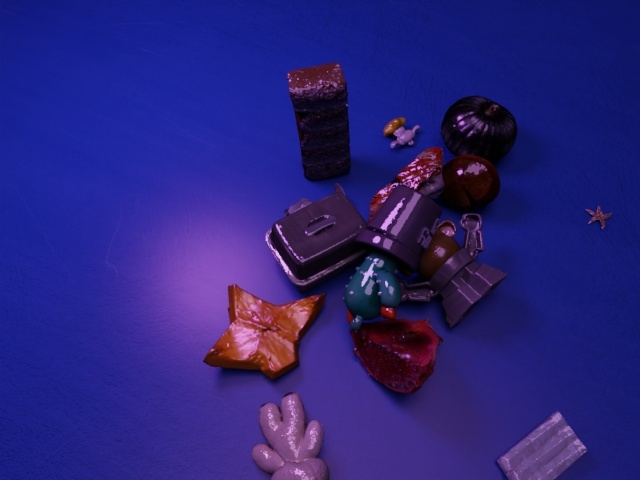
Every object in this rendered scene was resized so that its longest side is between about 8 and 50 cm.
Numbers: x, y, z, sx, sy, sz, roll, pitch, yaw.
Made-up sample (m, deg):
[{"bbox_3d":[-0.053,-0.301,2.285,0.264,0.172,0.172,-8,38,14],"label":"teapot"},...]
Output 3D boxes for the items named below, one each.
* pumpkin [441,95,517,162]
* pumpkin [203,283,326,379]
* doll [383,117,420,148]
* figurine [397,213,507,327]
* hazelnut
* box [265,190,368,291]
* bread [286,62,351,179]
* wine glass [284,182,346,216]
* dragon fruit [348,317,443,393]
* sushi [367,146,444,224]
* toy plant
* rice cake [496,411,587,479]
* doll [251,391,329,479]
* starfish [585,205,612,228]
[{"bbox_3d":[0.534,-0.376,1.674,0.249,0.216,0.250,8,60,-14],"label":"pumpkin"},{"bbox_3d":[-0.146,0.246,1.386,0.290,0.095,0.258,9,56,2],"label":"pumpkin"},{"bbox_3d":[0.290,-0.382,1.764,0.135,0.071,0.113,-14,69,-13],"label":"doll"},{"bbox_3d":[0.355,0.070,1.440,0.342,0.167,0.285,-36,68,-24],"label":"figurine"},{"bbox_3d":[0.463,-0.190,1.596,0.203,0.178,0.178,-9,55,32],"label":"hazelnut"},{"bbox_3d":[0.000,0.000,1.485,0.290,0.166,0.221,-28,63,-16],"label":"box"},{"bbox_3d":[0.004,-0.345,1.545,0.165,0.417,0.113,-11,60,0],"label":"bread"},{"bbox_3d":[-0.018,-0.109,1.599,0.195,0.079,0.079,-26,63,-16],"label":"wine glass"},{"bbox_3d":[0.236,0.295,1.329,0.211,0.134,0.262,-25,25,-27],"label":"dragon fruit"},{"bbox_3d":[0.269,-0.137,1.540,0.332,0.130,0.124,-42,51,3],"label":"sushi"},{"bbox_3d":[0.172,0.059,1.341,0.400,0.185,0.279,-60,32,-4],"label":"toy plant"},{"bbox_3d":[0.546,0.533,1.242,0.211,0.038,0.124,-26,63,-13],"label":"rice cake"},{"bbox_3d":[-0.064,0.515,1.229,0.149,0.175,0.278,14,42,-35],"label":"doll"},{"bbox_3d":[0.895,-0.075,1.604,0.086,0.016,0.092,1,55,3],"label":"starfish"}]
